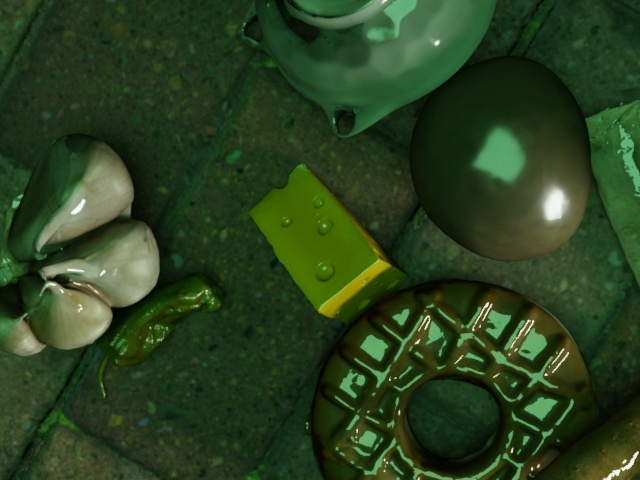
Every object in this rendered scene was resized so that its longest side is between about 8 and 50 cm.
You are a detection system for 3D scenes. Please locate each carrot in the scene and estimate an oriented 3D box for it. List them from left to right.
[{"bbox_3d":[0.347,0.199,1.353,0.342,0.070,0.070,-33,92,-24],"label":"carrot"}]

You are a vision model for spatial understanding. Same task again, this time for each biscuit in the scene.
[{"bbox_3d":[0.152,0.200,1.417,0.332,0.103,0.332,1,96,5],"label":"biscuit"}]

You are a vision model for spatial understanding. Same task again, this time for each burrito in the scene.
[{"bbox_3d":[0.366,-0.019,1.393,0.082,0.059,0.275,-22,93,15],"label":"burrito"}]

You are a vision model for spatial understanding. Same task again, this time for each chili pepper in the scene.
[{"bbox_3d":[-0.209,0.101,1.462,0.204,0.072,0.073,-35,73,15],"label":"chili pepper"}]

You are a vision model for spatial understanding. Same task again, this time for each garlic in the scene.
[{"bbox_3d":[-0.293,0.011,1.385,0.237,0.292,0.210,-35,100,-31],"label":"garlic"}]

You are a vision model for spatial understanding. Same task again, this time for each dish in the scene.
[{"bbox_3d":[0.037,-0.277,1.319,0.303,0.120,0.303,-6,75,22],"label":"dish"}]

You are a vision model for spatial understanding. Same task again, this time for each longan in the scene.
[{"bbox_3d":[0.192,-0.084,1.337,0.197,0.196,0.220,-5,100,7],"label":"longan"}]

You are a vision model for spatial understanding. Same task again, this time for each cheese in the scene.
[{"bbox_3d":[0.000,0.000,1.432,0.093,0.126,0.171,-43,70,8],"label":"cheese"}]
